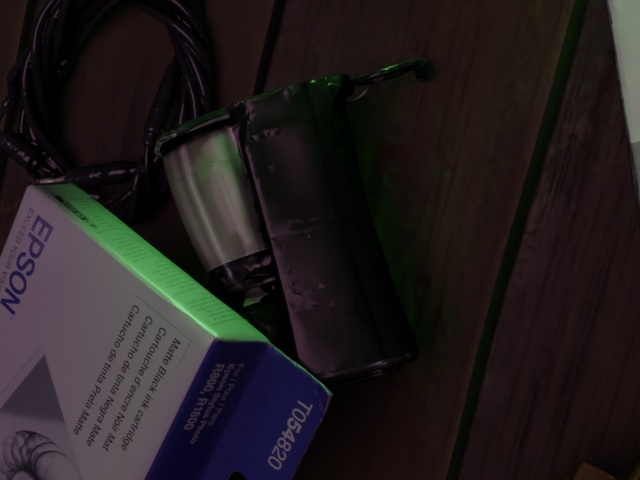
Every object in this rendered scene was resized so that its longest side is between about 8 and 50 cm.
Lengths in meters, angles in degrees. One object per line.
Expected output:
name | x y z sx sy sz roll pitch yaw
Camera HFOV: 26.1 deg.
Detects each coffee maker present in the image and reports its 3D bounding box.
coffee maker | 0.000 0.000 0.831 0.171 0.120 0.178 -21 84 27

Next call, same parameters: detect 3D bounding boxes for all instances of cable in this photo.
cable | -0.143 -0.099 0.942 0.184 0.047 0.150 -47 72 21

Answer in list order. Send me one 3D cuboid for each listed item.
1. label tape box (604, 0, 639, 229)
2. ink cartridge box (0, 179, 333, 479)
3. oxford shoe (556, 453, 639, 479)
label tape box | 0.190 -0.127 0.649 0.105 0.240 0.334 -9 88 17
ink cartridge box | -0.127 0.115 0.825 0.224 0.045 0.223 36 113 24
oxford shoe | 0.202 0.160 0.666 0.146 0.140 0.397 40 151 2
